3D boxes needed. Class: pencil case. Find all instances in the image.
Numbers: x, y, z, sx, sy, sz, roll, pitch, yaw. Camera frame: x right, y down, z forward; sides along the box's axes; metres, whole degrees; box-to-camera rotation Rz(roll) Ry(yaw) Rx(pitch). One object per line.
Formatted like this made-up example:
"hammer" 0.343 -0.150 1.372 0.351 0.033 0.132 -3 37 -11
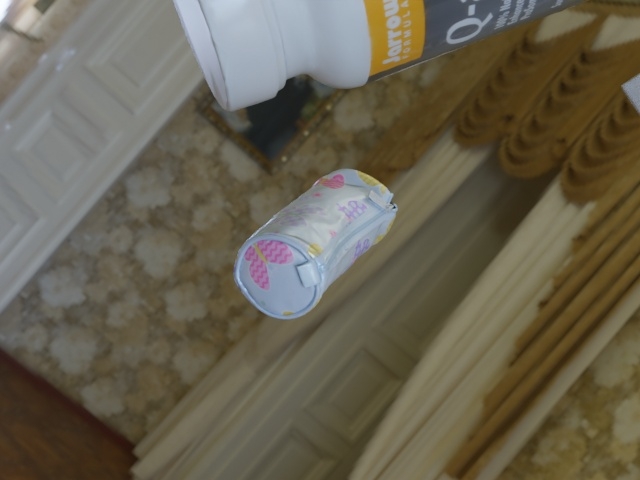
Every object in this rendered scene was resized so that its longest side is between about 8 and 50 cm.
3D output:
"pencil case" 0.000 0.000 1.394 0.124 0.114 0.273 7 24 24

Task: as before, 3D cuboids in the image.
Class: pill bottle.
"pill bottle" 0.047 -0.189 0.686 0.162 0.278 0.162 158 -90 -81

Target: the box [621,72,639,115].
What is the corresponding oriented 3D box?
"box" 0.446 -0.172 1.356 0.101 0.102 0.087 61 22 16
